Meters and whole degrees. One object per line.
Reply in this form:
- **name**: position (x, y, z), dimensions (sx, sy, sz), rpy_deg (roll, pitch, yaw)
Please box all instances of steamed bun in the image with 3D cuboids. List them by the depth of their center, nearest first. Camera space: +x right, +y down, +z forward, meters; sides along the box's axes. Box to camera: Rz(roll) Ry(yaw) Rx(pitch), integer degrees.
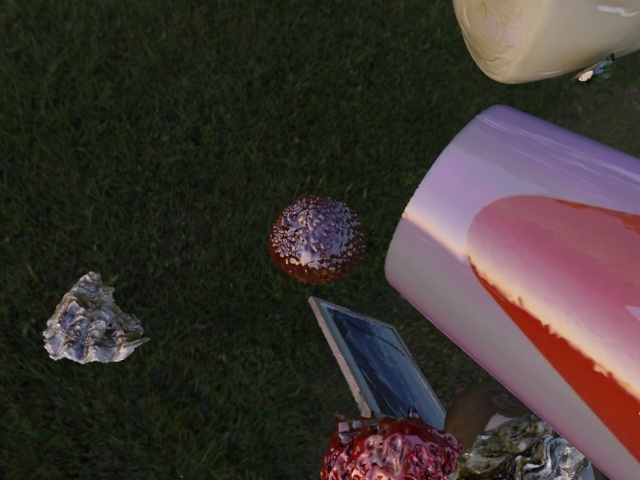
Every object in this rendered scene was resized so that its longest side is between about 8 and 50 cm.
- **steamed bun**: position (0.431, -0.437, 1.026), dimensions (0.371, 0.456, 0.289), rpy_deg (-23, 82, 1)

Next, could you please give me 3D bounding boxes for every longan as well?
- **longan**: position (0.296, 0.327, 0.919), dimensions (0.248, 0.248, 0.248), rpy_deg (4, 68, -11)

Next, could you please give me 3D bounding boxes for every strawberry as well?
- **strawberry**: position (0.080, 0.297, 0.712), dimensions (0.187, 0.184, 0.201), rpy_deg (-5, 69, 32)

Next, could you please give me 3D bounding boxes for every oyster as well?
- **oyster**: position (0.185, 0.193, 0.547), dimensions (0.177, 0.125, 0.064), rpy_deg (-16, 86, -37)
- **oyster**: position (-0.554, 0.194, 1.503), dimensions (0.238, 0.114, 0.351), rpy_deg (1, 30, -22)

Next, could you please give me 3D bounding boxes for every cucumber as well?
- **cucumber**: position (0.432, -0.259, 0.963), dimensions (0.107, 0.067, 0.035), rpy_deg (-35, 96, -50)

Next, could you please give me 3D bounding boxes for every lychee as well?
- **lychee**: position (0.000, 0.000, 1.528), dimensions (0.271, 0.236, 0.235), rpy_deg (20, 61, -43)

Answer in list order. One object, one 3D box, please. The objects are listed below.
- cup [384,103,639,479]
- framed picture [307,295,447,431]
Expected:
- **cup**: position (0.187, 0.051, 0.327), dimensions (0.288, 0.203, 0.203), rpy_deg (36, 64, 24)
- **framed picture**: position (0.121, 0.250, 1.206), dimensions (0.247, 0.022, 0.335), rpy_deg (24, 21, -32)
